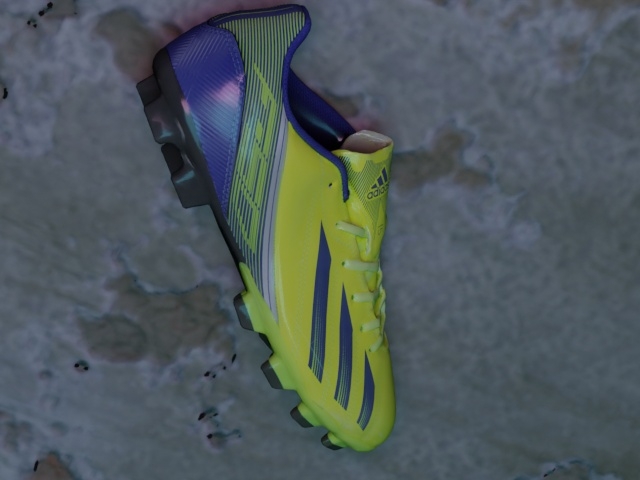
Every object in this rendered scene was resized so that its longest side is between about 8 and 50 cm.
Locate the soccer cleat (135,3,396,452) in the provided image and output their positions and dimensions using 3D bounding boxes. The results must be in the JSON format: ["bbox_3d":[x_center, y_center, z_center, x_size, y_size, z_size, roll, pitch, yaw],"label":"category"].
[{"bbox_3d":[0.000,0.000,1.058,0.121,0.093,0.289,-25,118,0],"label":"soccer cleat"}]
